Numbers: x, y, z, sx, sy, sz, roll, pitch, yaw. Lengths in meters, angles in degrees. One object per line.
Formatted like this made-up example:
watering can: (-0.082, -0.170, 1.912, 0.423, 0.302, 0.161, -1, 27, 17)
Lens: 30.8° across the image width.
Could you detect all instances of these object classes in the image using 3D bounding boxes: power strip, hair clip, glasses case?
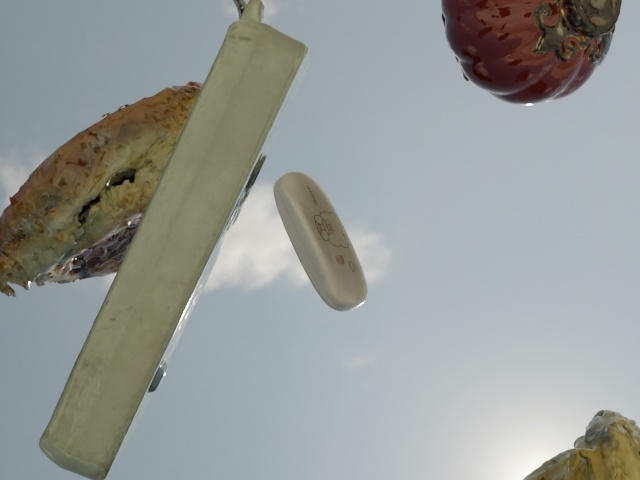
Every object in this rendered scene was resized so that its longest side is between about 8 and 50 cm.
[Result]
power strip: (-0.076, 0.003, 0.618, 0.046, 0.270, 0.118, 26, -175, -5)
hair clip: (-0.135, -0.366, 1.798, 0.039, 0.115, 0.030, -35, -151, -1)
glasses case: (0.000, 0.000, 1.468, 0.074, 0.049, 0.193, -5, -114, -51)

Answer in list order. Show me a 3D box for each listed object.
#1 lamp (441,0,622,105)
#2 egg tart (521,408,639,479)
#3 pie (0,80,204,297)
lamp: (0.245, -0.269, 1.335, 0.227, 0.227, 0.227, 13, -136, -13)
egg tart: (0.307, 0.378, 1.313, 0.169, 0.388, 0.388, -7, -137, 11)
pie: (-0.169, -0.044, 1.046, 0.308, 0.308, 0.085, -31, -97, -42)
